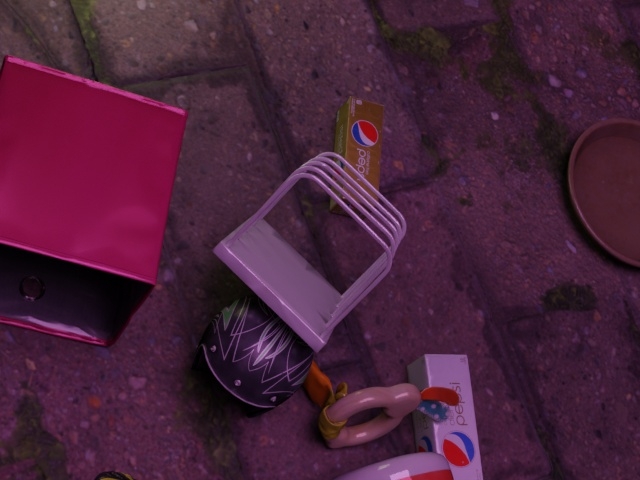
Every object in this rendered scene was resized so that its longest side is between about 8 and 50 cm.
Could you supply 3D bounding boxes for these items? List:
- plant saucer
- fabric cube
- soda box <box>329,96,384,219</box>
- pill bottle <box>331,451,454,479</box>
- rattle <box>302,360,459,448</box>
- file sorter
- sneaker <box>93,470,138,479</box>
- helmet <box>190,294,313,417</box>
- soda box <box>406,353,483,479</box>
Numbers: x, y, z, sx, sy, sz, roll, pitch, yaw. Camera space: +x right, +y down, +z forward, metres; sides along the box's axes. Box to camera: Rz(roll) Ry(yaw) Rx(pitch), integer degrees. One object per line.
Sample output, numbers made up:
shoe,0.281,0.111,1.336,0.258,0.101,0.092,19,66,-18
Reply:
plant saucer,0.534,-0.077,2.300,0.277,0.041,0.278,8,67,-20
fabric cube,-0.346,-0.043,1.778,0.254,0.259,0.258,15,62,-17
soda box,0.057,-0.128,2.102,0.061,0.058,0.181,13,65,-19
pill bottle,0.127,0.459,1.819,0.181,0.181,0.323,-8,73,-26
rattle,0.082,0.210,1.936,0.199,0.130,0.143,-23,39,-2
file sorter,0.000,0.000,1.873,0.193,0.278,0.173,44,102,-1
sneaker,-0.140,0.427,1.577,0.384,0.145,0.147,37,90,-8
helmet,-0.089,0.156,1.861,0.169,0.161,0.169,9,66,-20
soda box,0.183,0.279,1.983,0.074,0.069,0.216,3,67,-22
